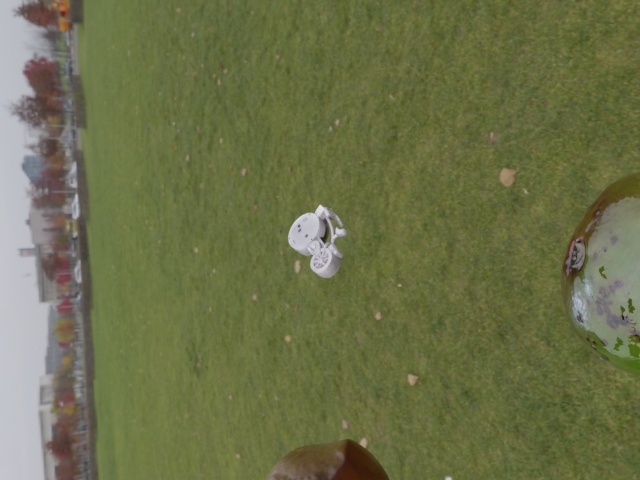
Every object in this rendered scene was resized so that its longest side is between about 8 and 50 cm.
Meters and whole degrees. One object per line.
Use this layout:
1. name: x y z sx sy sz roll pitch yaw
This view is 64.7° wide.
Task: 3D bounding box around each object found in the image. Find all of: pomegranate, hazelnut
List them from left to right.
1. hazelnut: 0.022 0.703 1.306 0.366 0.366 0.365 11 102 63
2. pomegranate: 0.503 0.065 0.692 0.323 0.291 0.290 32 129 16

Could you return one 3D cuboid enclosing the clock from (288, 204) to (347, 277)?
1. clock: 0.000 0.000 0.779 0.087 0.041 0.129 -44 41 10
